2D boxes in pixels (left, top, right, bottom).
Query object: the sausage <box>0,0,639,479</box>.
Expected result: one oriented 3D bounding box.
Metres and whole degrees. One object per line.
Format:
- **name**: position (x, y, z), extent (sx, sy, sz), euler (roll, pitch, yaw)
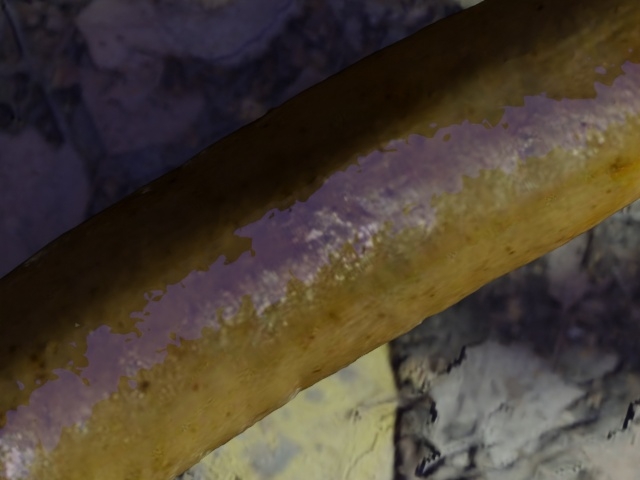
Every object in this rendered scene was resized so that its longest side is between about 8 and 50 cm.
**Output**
- **sausage**: position (0.000, -0.001, 0.829), extent (0.501, 0.136, 0.123), euler (-31, 114, -5)
